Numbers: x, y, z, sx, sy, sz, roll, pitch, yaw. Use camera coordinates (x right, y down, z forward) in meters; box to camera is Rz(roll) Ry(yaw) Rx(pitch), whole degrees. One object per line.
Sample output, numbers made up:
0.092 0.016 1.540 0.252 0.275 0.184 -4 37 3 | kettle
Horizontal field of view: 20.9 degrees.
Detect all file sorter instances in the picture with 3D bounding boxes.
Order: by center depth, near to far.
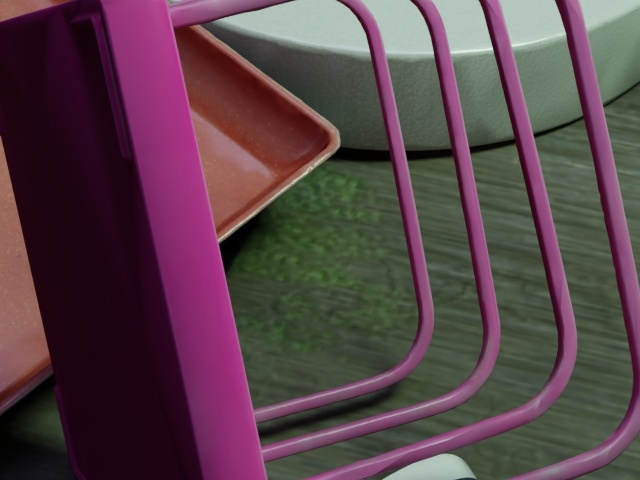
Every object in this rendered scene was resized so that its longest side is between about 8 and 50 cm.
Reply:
0.000 0.000 0.633 0.182 0.202 0.291 -14 9 -16 | file sorter

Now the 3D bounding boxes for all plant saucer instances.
-0.167 -0.041 0.852 0.259 0.048 0.258 38 58 21 | plant saucer

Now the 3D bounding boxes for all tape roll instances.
0.035 -0.202 1.041 0.392 0.072 0.392 3 43 -3 | tape roll

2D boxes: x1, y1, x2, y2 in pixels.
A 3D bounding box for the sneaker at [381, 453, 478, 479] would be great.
-0.002 0.167 0.630 0.235 0.090 0.095 -29 58 -27 | sneaker
